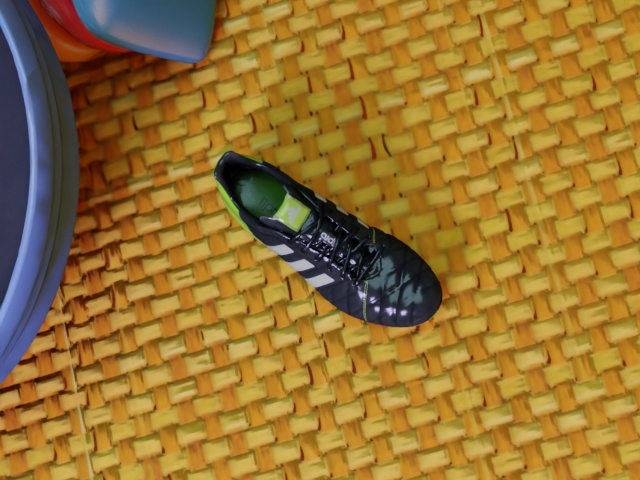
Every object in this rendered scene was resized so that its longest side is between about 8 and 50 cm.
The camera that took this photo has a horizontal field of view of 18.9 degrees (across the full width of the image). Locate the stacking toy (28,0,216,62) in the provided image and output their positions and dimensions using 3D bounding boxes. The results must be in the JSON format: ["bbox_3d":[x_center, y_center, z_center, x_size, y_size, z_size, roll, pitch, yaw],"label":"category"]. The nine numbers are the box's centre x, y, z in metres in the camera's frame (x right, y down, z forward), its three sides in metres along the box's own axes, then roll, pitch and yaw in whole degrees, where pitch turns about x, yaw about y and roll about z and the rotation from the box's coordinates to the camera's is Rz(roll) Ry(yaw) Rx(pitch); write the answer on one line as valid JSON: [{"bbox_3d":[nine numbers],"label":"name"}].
[{"bbox_3d":[-0.241,-0.183,1.371,0.301,0.165,0.175,-15,79,27],"label":"stacking toy"}]

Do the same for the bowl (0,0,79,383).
[{"bbox_3d":[-0.331,-0.040,1.285,0.391,0.077,0.391,-1,87,26],"label":"bowl"}]

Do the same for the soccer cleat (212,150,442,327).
[{"bbox_3d":[0.000,0.000,1.267,0.179,0.072,0.060,33,85,22],"label":"soccer cleat"}]
